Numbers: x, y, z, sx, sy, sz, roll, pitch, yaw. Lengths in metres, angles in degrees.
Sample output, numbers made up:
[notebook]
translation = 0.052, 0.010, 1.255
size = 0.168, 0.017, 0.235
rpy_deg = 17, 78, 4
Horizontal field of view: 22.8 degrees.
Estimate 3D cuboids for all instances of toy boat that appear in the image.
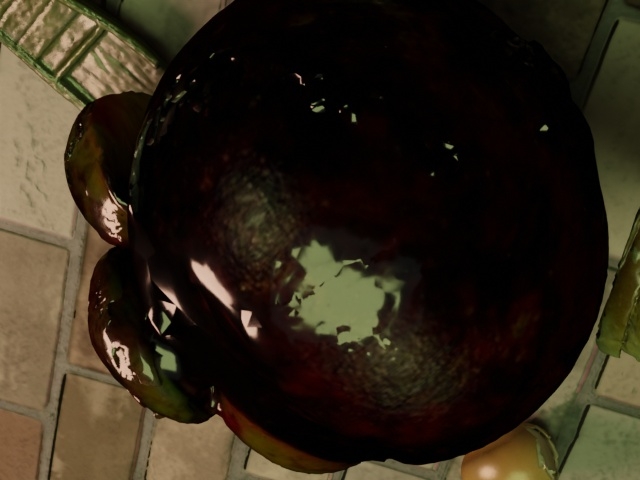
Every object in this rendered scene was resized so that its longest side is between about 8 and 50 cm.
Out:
[toy boat]
translation = -0.191, -0.152, 1.350
size = 0.293, 0.055, 0.093
rpy_deg = 38, 126, -15

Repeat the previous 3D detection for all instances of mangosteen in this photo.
[mangosteen]
translation = 0.013, -0.019, 1.213
size = 0.421, 0.381, 0.381
rpy_deg = -8, 126, 45

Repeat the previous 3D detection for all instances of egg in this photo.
[egg]
translation = 0.179, 0.215, 1.508
size = 0.096, 0.080, 0.080
rpy_deg = -17, 120, 19

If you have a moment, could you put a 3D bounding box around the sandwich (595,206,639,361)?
[sandwich]
translation = 0.304, -0.068, 1.152
size = 0.099, 0.271, 0.301
rpy_deg = 23, 127, 11
